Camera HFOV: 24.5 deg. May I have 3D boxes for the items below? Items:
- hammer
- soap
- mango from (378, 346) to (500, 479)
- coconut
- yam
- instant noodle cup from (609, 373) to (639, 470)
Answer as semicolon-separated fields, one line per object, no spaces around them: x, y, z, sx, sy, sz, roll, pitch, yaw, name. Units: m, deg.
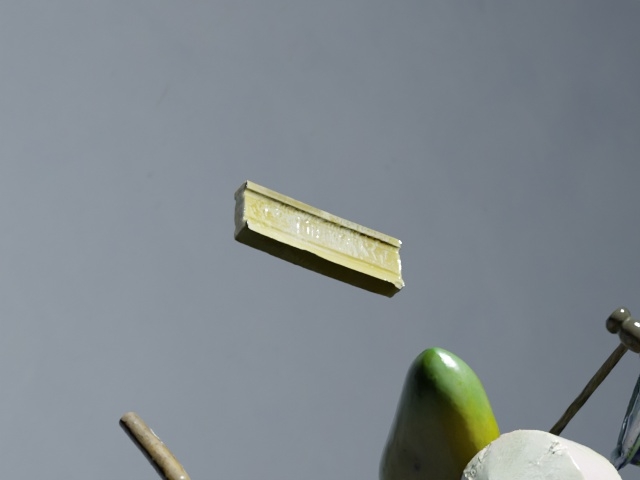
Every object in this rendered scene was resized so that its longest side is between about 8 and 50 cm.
0.248;0.180;1.479;0.058;0.292;0.029;46;42;20;hammer
0.000;0.001;2.009;0.252;0.037;0.092;22;43;-22;soap
0.128;0.224;1.522;0.137;0.237;0.091;35;45;27;mango
0.202;0.251;1.370;0.153;0.147;0.147;24;58;-51;coconut
-0.188;0.255;1.723;0.032;0.032;0.145;-18;47;-36;yam
0.506;0.174;1.560;0.312;0.284;0.284;23;58;8;instant noodle cup
